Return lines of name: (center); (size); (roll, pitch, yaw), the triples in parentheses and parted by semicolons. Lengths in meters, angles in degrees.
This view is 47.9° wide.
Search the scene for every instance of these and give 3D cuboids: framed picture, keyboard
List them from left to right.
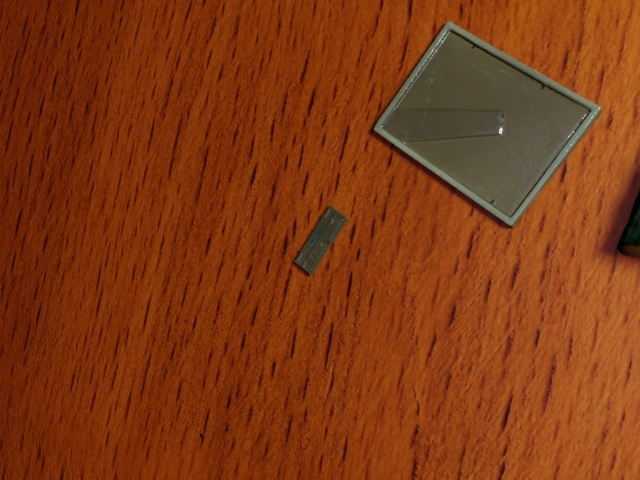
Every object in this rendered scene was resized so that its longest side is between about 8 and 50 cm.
keyboard: (0.000, 0.000, 1.349); (0.049, 0.015, 0.129); (38, 100, 33)
framed picture: (0.272, -0.205, 1.234); (0.324, 0.020, 0.240); (39, 101, 28)

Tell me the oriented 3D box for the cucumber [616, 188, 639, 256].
cucumber: (0.513, -0.089, 1.041); (0.115, 0.063, 0.243); (21, 89, 59)
